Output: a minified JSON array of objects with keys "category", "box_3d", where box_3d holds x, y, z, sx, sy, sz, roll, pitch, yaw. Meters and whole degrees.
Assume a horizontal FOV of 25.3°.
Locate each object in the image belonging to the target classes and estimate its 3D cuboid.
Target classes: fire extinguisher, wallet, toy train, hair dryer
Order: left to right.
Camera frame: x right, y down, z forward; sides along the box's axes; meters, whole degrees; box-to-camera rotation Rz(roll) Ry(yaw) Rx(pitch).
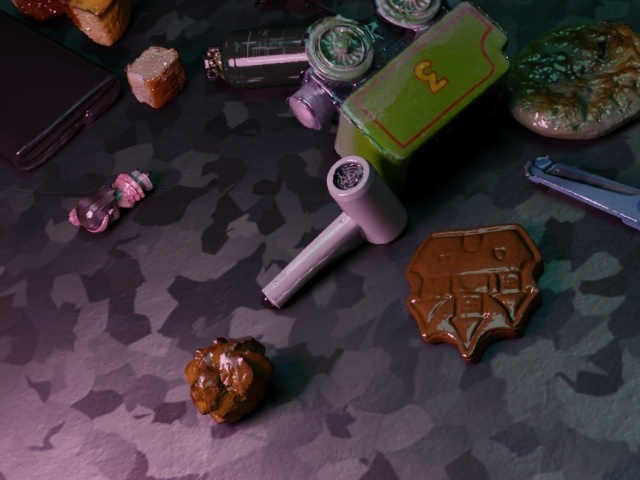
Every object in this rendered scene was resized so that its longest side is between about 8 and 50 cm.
[{"category":"wallet","box_3d":[-0.531,-0.266,2.393,0.228,0.062,0.406,-42,50,-20]},{"category":"fire extinguisher","box_3d":[-0.053,-0.288,2.216,0.311,0.095,0.114,-3,19,17]},{"category":"hair dryer","box_3d":[0.000,0.000,1.923,0.236,0.131,0.073,-42,50,-1]},{"category":"toy train","box_3d":[0.120,-0.231,2.009,0.307,0.173,0.249,-41,75,-18]}]

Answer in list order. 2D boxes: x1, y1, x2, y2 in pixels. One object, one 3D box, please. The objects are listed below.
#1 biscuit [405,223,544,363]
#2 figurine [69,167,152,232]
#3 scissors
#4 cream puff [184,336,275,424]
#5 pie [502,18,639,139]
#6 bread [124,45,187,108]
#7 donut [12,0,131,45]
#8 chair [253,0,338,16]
[{"category":"biscuit","box_3d":[0.197,0.065,1.837,0.182,0.034,0.215,-7,47,15]},{"category":"figurine","box_3d":[-0.315,-0.064,2.131,0.129,0.054,0.072,-43,45,-22]},{"category":"scissors","box_3d":[0.428,-0.030,1.841,0.393,0.032,0.180,25,62,35]},{"category":"cream puff","box_3d":[-0.119,0.172,1.815,0.122,0.094,0.116,6,54,19]},{"category":"pie","box_3d":[0.373,-0.232,2.032,0.240,0.054,0.240,-10,45,10]},{"category":"bread","box_3d":[-0.259,-0.261,2.279,0.077,0.070,0.083,24,62,36]},{"category":"donut","box_3d":[-0.417,-0.432,2.469,0.295,0.112,0.151,24,58,34]},{"category":"chair","box_3d":[-0.019,-0.444,2.314,0.213,0.149,0.174,13,56,35]}]
